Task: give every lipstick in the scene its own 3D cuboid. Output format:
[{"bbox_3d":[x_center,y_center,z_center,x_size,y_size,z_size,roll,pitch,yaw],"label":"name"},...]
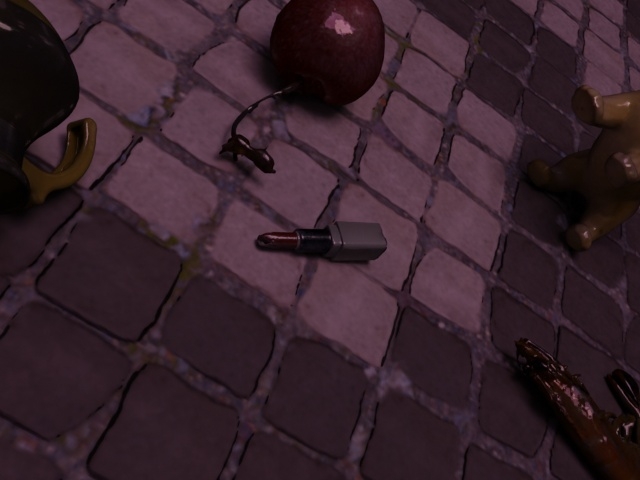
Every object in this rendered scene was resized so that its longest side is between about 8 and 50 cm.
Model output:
[{"bbox_3d":[0.000,0.000,0.581,0.107,0.025,0.025,2,58,-27],"label":"lipstick"}]

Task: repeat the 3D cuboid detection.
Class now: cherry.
[{"bbox_3d":[-0.006,-0.140,0.644,0.107,0.090,0.226,36,62,-28],"label":"cherry"}]

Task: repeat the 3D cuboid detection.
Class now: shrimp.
[{"bbox_3d":[0.244,0.137,0.648,0.178,0.034,0.124,50,43,3],"label":"shrimp"}]

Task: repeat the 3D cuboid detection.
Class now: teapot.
[{"bbox_3d":[-0.203,-0.077,0.442,0.165,0.130,0.119,33,54,-56],"label":"teapot"}]

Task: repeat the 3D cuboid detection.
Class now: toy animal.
[{"bbox_3d":[0.324,-0.091,0.735,0.168,0.233,0.121,-10,60,-30],"label":"toy animal"}]
